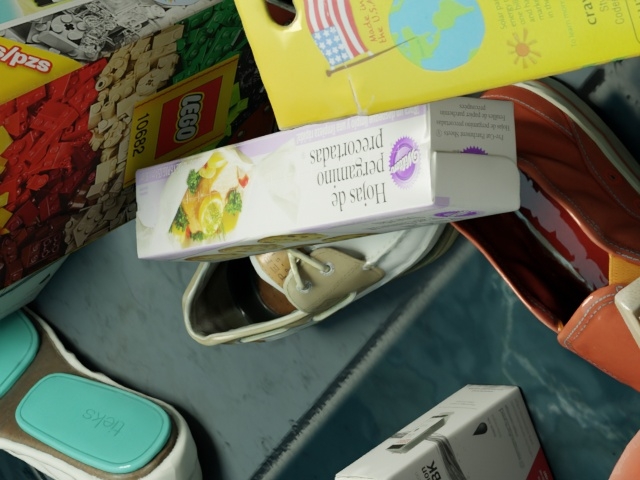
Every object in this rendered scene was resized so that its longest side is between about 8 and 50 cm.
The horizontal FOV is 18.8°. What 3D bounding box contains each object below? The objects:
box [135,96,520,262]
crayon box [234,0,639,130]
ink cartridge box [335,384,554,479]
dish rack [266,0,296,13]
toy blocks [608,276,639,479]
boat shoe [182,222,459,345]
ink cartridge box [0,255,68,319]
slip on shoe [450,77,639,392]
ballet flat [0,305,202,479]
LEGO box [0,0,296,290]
[{"bbox_3d":[-0.008,-0.032,1.170,0.324,0.067,0.063,-10,81,54],"label":"box"},{"bbox_3d":[0.096,-0.186,0.965,0.318,0.081,0.202,-10,109,27],"label":"crayon box"},{"bbox_3d":[0.088,0.171,1.307,0.056,0.135,0.099,-5,112,53],"label":"ink cartridge box"},{"bbox_3d":[0.002,-0.264,1.115,0.208,0.074,0.271,29,134,51],"label":"dish rack"},{"bbox_3d":[0.195,0.088,0.616,0.261,0.381,0.191,58,175,-30],"label":"toy blocks"},{"bbox_3d":[0.000,0.000,1.320,0.113,0.103,0.302,56,145,11],"label":"boat shoe"},{"bbox_3d":[-0.297,0.010,1.662,0.092,0.160,0.219,55,147,5],"label":"ink cartridge box"},{"bbox_3d":[0.186,0.042,1.117,0.331,0.101,0.123,47,143,15],"label":"slip on shoe"},{"bbox_3d":[-0.254,0.158,1.767,0.400,0.139,0.139,25,133,39],"label":"ballet flat"},{"bbox_3d":[-0.318,-0.198,1.343,0.500,0.372,0.193,41,142,24],"label":"LEGO box"}]
